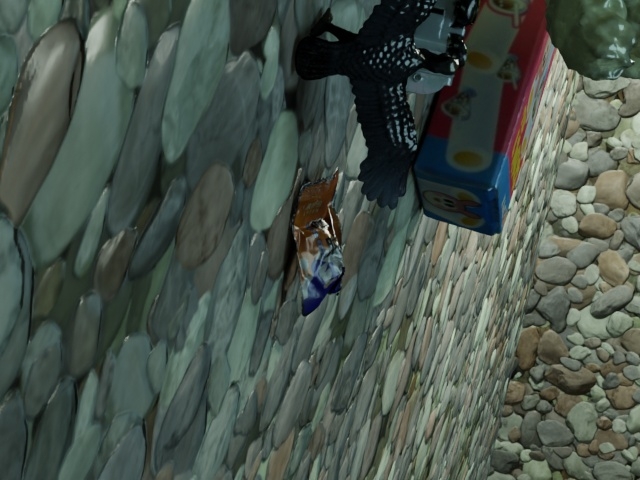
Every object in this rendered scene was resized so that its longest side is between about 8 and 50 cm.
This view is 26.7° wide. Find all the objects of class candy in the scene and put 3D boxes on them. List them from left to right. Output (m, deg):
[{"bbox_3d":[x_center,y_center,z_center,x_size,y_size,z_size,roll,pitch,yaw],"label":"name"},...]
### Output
[{"bbox_3d":[0.197,-0.175,1.521,0.157,0.100,0.306,67,39,-71],"label":"candy"}]

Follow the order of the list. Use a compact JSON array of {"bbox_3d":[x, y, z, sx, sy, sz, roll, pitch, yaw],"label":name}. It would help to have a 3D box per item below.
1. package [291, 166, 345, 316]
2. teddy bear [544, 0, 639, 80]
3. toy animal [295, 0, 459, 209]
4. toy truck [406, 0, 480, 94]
[{"bbox_3d":[-0.001,0.000,1.054,0.077,0.033,0.110,-22,115,-45],"label":"package"},{"bbox_3d":[0.327,-0.294,1.259,0.327,0.362,0.375,-66,-168,-9],"label":"teddy bear"},{"bbox_3d":[0.041,-0.126,0.929,0.062,0.108,0.220,-61,164,-63],"label":"toy animal"},{"bbox_3d":[0.088,-0.179,1.149,0.077,0.076,0.111,-109,-148,-78],"label":"toy truck"}]
